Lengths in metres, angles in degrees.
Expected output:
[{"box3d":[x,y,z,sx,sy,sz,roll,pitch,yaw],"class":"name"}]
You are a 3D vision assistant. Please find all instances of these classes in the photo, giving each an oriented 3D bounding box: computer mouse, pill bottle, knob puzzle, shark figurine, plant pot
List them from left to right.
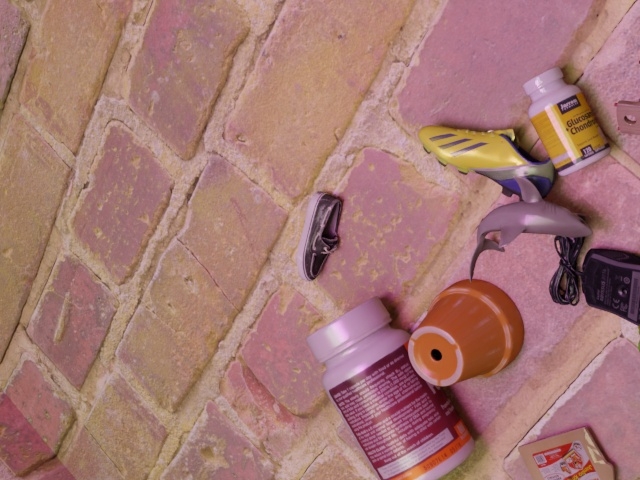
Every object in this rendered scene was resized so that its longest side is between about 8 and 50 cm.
[{"box3d":[0.145,0.335,2.096,0.224,0.224,0.392,-35,83,40],"class":"pill bottle"},{"box3d":[0.281,0.203,1.964,0.205,0.188,0.205,14,113,34],"class":"plant pot"},{"box3d":[0.350,-0.014,1.819,0.166,0.116,0.278,43,145,-19],"class":"shark figurine"},{"box3d":[0.441,-0.217,1.746,0.103,0.103,0.184,-29,87,41],"class":"pill bottle"},{"box3d":[0.523,0.486,1.977,0.213,0.030,0.213,13,113,34],"class":"knob puzzle"},{"box3d":[0.558,0.070,1.784,0.272,0.072,0.189,27,124,43],"class":"computer mouse"}]

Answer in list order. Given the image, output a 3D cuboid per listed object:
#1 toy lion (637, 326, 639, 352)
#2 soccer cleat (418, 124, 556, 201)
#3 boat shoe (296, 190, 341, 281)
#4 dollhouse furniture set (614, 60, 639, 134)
[{"box3d":[0.627,0.181,1.790,0.096,0.034,0.100,48,129,24],"class":"toy lion"},{"box3d":[0.326,-0.175,1.865,0.289,0.093,0.121,29,117,24],"class":"soccer cleat"},{"box3d":[0.000,0.000,2.189,0.070,0.077,0.219,24,117,31],"class":"boat shoe"},{"box3d":[0.595,-0.196,1.645,0.129,0.129,0.184,13,143,35],"class":"dollhouse furniture set"}]
